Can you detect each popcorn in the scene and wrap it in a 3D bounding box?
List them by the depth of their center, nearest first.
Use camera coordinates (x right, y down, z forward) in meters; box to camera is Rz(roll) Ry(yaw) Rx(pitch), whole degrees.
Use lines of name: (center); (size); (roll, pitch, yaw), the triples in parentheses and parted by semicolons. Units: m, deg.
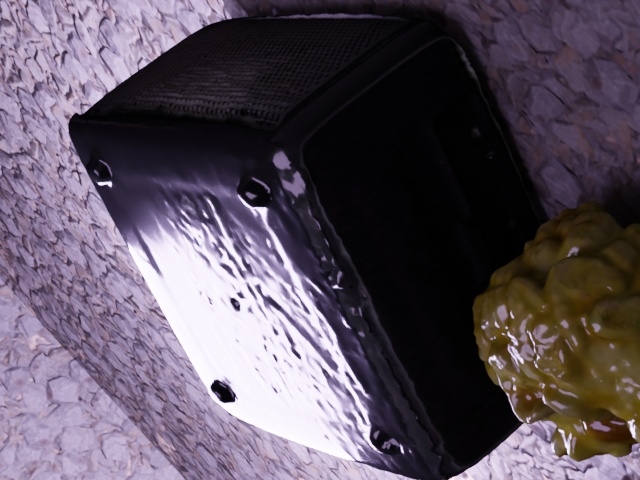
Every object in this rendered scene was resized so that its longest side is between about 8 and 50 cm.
popcorn: (0.235, 0.085, 1.424); (0.217, 0.181, 0.235); (45, 154, 23)

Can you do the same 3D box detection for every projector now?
projector: (0.000, 0.000, 1.647); (0.405, 0.242, 0.395); (11, 132, 54)
